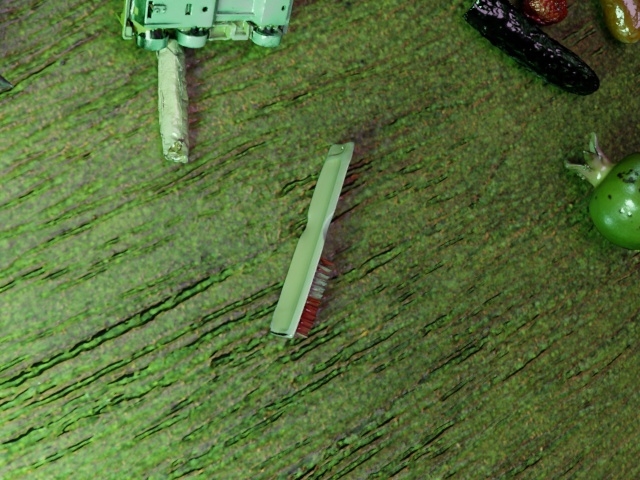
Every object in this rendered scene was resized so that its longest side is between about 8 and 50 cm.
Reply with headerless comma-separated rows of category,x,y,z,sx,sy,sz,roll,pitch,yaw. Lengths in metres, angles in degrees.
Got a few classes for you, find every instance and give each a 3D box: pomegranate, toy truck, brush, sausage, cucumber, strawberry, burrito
pomegranate,0.540,-0.091,1.562,0.224,0.181,0.181,44,68,9
toy truck,-0.166,-0.363,1.281,0.260,0.135,0.128,-6,131,-26
brush,0.000,0.000,1.360,0.050,0.060,0.321,25,75,-33
sausage,0.565,-0.520,1.656,0.103,0.076,0.302,4,83,-23
cucumber,0.378,-0.340,1.555,0.303,0.072,0.081,33,72,-19
strawberry,0.401,-0.424,1.576,0.096,0.083,0.083,20,77,-28
burrito,-0.215,-0.208,1.293,0.045,0.041,0.185,-3,86,17

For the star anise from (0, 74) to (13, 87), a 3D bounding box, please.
star anise,-0.513,-0.291,1.127,0.212,0.129,0.282,-8,84,-8
